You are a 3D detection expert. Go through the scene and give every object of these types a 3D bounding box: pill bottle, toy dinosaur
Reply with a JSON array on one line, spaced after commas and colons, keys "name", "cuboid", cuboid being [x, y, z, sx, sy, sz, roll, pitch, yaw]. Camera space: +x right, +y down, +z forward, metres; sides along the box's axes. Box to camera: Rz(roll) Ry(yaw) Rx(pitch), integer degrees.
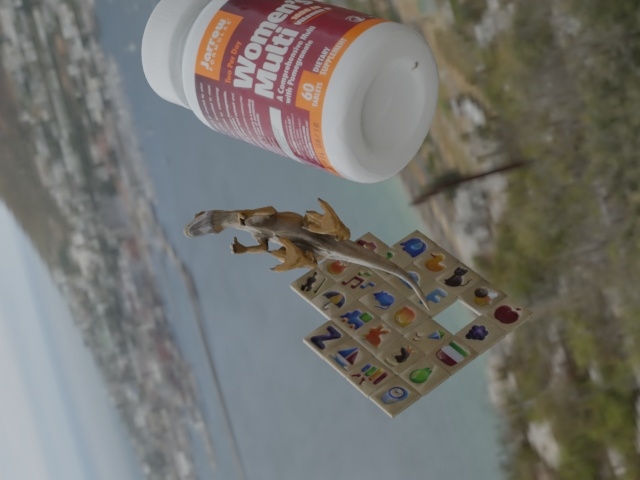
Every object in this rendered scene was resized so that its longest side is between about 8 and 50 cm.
[{"name": "pill bottle", "cuboid": [-0.028, -0.128, 1.130, 0.221, 0.121, 0.121, 22, 134, 37]}, {"name": "toy dinosaur", "cuboid": [0.000, 0.000, 1.161, 0.112, 0.212, 0.064, -107, 36, -88]}]

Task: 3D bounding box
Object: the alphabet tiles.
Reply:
[{"name": "alphabet tiles", "cuboid": [0.080, 0.076, 1.617, 0.237, 0.198, 0.009, 38, 153, 42]}]
